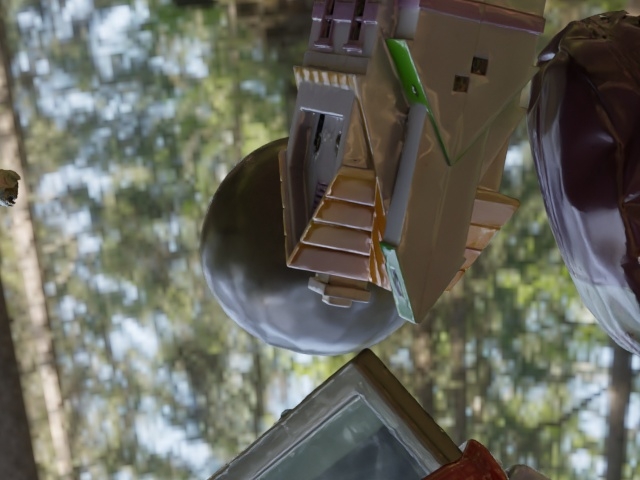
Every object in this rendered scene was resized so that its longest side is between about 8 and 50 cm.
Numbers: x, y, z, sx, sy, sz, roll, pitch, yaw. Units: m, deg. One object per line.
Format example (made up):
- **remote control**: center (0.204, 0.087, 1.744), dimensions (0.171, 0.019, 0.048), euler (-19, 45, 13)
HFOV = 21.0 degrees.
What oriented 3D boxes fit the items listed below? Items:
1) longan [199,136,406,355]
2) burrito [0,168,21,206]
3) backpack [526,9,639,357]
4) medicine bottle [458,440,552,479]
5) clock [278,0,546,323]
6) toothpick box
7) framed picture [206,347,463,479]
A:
- **longan**: center (-0.001, 0.004, 2.065), dimensions (0.297, 0.297, 0.297), euler (-2, -146, 2)
- **burrito**: center (-0.380, -0.061, 2.009), dimensions (0.041, 0.045, 0.185), euler (26, 170, -19)
- **backpack**: center (0.296, -0.052, 1.533), dimensions (0.197, 0.317, 0.283), euler (-22, -170, -6)
- **medicine bottle**: center (0.228, 0.287, 1.632), dimensions (0.260, 0.095, 0.095), euler (32, -141, -1)
- **clock**: center (0.072, -0.086, 1.448), dimensions (0.166, 0.309, 0.235), euler (10, -175, -20)
- **toothpick box**: center (0.066, 0.150, 0.965), dimensions (0.083, 0.047, 0.047), euler (-31, -140, -10)
- **framed picture**: center (0.015, 0.308, 1.352), dimensions (0.326, 0.446, 0.028), euler (48, -138, 3)
